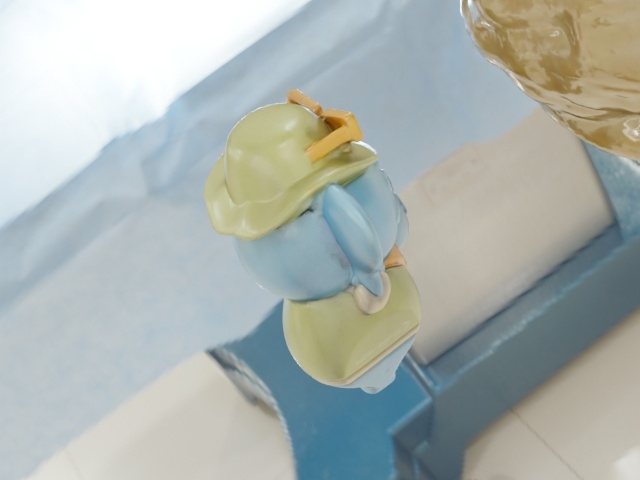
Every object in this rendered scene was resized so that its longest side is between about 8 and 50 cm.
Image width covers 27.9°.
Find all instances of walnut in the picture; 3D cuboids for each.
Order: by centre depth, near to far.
[{"bbox_3d":[0.260,-0.192,0.899,0.285,0.296,0.285,-10,76,48],"label":"walnut"}]

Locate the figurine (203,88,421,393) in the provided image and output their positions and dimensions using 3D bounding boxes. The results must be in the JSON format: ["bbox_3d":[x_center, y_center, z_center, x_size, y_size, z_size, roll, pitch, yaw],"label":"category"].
[{"bbox_3d":[-0.002,0.003,1.041,0.153,0.262,0.180,-14,47,1],"label":"figurine"}]
